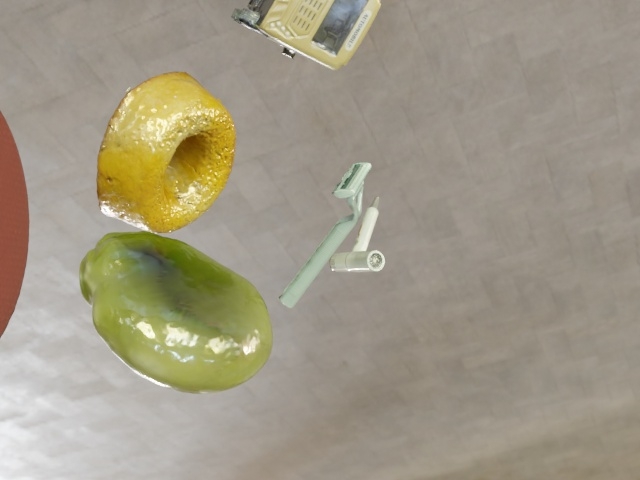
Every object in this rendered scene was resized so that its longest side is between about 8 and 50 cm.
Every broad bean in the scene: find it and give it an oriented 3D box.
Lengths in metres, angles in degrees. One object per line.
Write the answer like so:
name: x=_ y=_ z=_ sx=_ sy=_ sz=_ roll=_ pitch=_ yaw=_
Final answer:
broad bean: x=-0.200 y=0.094 z=1.122 sx=0.291 sy=0.238 sz=0.119 roll=32 pitch=123 yaw=3

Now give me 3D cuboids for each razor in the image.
razor: x=0.009 y=0.006 z=1.324 sx=0.056 sy=0.111 sz=0.278 roll=29 pitch=122 yaw=2

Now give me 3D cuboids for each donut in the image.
donut: x=-0.247 y=-0.134 z=1.356 sx=0.277 sy=0.108 sz=0.278 roll=-41 pitch=150 yaw=-30

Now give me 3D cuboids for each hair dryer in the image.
hair dryer: x=0.098 y=-0.020 z=1.637 sx=0.044 sy=0.183 sz=0.155 roll=31 pitch=165 yaw=-25

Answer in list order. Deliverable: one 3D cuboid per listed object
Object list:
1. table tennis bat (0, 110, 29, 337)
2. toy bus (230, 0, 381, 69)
table tennis bat: x=-0.270 y=0.029 z=0.583 sx=0.038 sy=0.310 sz=0.200 roll=0 pitch=173 yaw=14
toy bus: x=-0.029 y=-0.407 z=1.428 sx=0.201 sy=0.365 sz=0.177 roll=28 pitch=101 yaw=-16
